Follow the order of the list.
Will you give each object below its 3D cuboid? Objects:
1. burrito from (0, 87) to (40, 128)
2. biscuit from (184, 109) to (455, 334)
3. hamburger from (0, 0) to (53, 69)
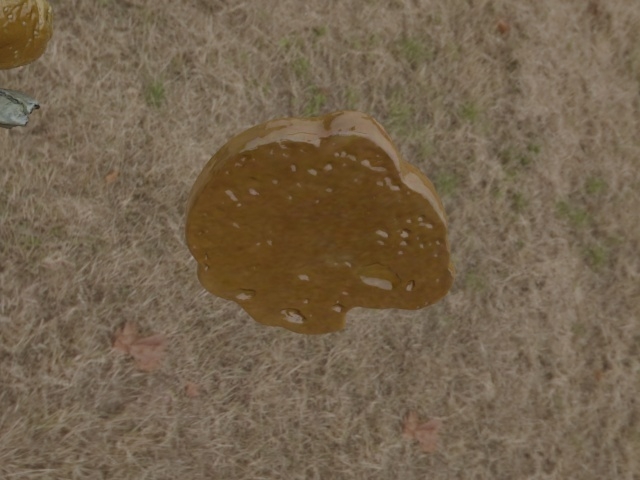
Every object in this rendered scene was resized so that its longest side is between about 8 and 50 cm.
[{"bbox_3d":[-0.396,-0.154,0.679,0.171,0.042,0.051,11,31,-25],"label":"burrito"},{"bbox_3d":[0.000,0.000,0.772,0.351,0.312,0.057,39,33,-34],"label":"biscuit"},{"bbox_3d":[-0.516,-0.354,1.024,0.207,0.155,0.136,-10,72,-53],"label":"hamburger"}]
